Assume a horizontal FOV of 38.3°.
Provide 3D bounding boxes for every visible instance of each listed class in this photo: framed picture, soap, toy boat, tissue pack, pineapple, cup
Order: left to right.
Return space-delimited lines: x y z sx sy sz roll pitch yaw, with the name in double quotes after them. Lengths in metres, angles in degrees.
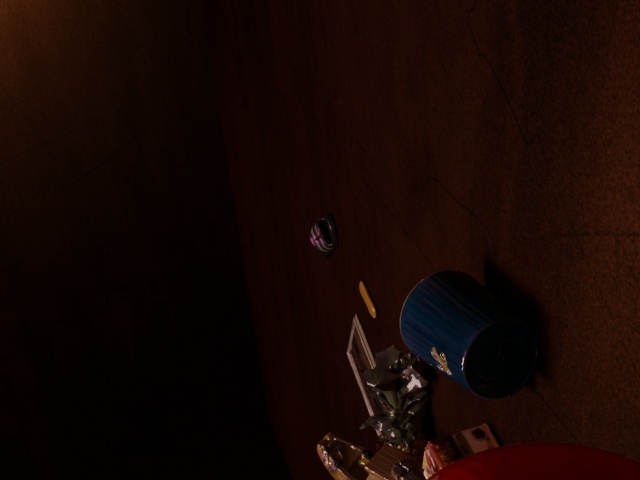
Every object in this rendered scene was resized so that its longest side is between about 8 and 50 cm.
0.096 0.120 1.879 0.034 0.012 0.089 89 162 -49 "soap"
0.108 0.312 2.048 0.197 0.014 0.252 96 156 -58 "framed picture"
0.128 0.420 1.583 0.321 0.089 0.121 25 137 31 "toy boat"
0.148 0.323 1.653 0.130 0.119 0.277 8 127 28 "pineapple"
0.227 0.361 1.344 0.149 0.106 0.099 -117 17 -44 "tissue pack"
0.205 0.137 1.191 0.176 0.131 0.155 48 176 -25 "cup"

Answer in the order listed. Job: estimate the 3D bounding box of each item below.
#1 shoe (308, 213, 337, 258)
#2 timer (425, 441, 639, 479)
0.000 0.000 2.087 0.179 0.049 0.071 109 144 -69 "shoe"
0.204 0.371 0.813 0.279 0.378 0.378 119 135 -71 "timer"
